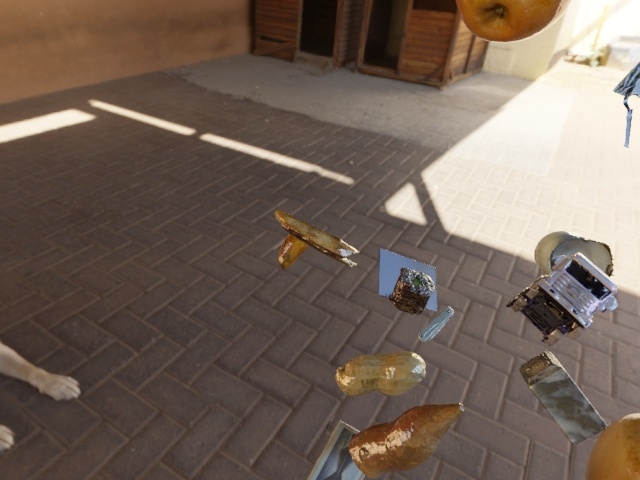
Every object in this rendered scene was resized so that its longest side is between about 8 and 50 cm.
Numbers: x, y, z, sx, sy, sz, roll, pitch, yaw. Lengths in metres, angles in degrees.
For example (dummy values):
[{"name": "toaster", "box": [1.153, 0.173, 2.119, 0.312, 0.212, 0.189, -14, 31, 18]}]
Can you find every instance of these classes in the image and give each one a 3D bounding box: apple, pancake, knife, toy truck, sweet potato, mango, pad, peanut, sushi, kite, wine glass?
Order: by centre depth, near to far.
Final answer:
[{"name": "kite", "box": [0.362, -0.139, 0.438, 0.183, 0.160, 0.010, 12, -14, -16]}, {"name": "toy truck", "box": [0.489, 0.110, 0.864, 0.155, 0.268, 0.124, -41, 68, -1]}, {"name": "apple", "box": [0.438, -0.593, 0.976, 0.286, 0.286, 0.233, 21, 78, 26]}, {"name": "sushi", "box": [0.221, 0.118, 1.034, 0.094, 0.084, 0.098, 23, 38, 13]}, {"name": "sweet potato", "box": [0.228, 0.498, 1.083, 0.131, 0.336, 0.131, 33, 36, -28]}, {"name": "pancake", "box": [0.000, 0.000, 1.232, 0.257, 0.056, 0.212, 30, -4, -24]}, {"name": "peanut", "box": [0.186, 0.418, 1.350, 0.290, 0.130, 0.130, -10, 25, 20]}, {"name": "wine glass", "box": [0.835, 0.059, 1.448, 0.190, 0.190, 0.357, 15, 6, 16]}, {"name": "knife", "box": [0.408, 0.297, 1.515, 0.162, 0.023, 0.044, -40, 56, -13]}, {"name": "mango", "box": [-0.102, 0.026, 1.584, 0.084, 0.159, 0.105, 44, 6, -1]}, {"name": "pad", "box": [0.359, 0.162, 1.759, 0.299, 0.005, 0.202, 18, 61, -24]}]

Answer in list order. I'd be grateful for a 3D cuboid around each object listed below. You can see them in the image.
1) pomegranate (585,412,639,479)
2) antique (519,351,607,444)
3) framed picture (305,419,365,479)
[{"name": "pomegranate", "box": [0.851, 0.587, 1.018, 0.416, 0.417, 0.417, 4, 30, -2]}, {"name": "antique", "box": [0.539, 0.347, 0.973, 0.183, 0.086, 0.088, 52, 14, -2]}, {"name": "framed picture", "box": [0.066, 0.648, 1.250, 0.150, 0.203, 0.015, 33, -10, -6]}]
